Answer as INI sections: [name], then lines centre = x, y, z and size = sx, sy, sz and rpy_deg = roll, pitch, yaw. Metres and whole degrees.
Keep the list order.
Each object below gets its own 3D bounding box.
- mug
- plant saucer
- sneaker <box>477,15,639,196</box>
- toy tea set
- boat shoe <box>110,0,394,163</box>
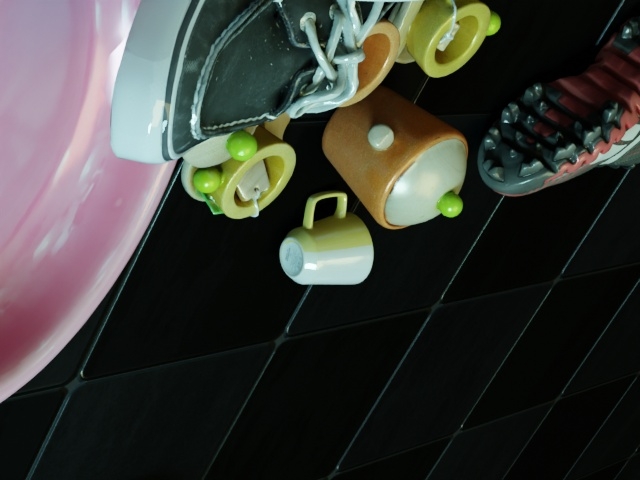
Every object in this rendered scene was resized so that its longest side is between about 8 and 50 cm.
[mug]
centre = -0.001, 0.003, 1.244
size = 0.064, 0.078, 0.062
rpy_deg = -9, 169, -37
[plant saucer]
centre = -0.181, -0.059, 0.783
size = 0.332, 0.084, 0.332
rpy_deg = -53, 159, -31
[sneaker]
centre = 0.258, -0.107, 1.397
size = 0.276, 0.097, 0.135
rpy_deg = -35, 149, -23
[toy tea set]
centre = 0.019, -0.080, 1.070
size = 0.336, 0.124, 0.200
rpy_deg = -17, 141, -44
[boat shoe]
centre = -0.019, -0.122, 0.845
size = 0.306, 0.105, 0.113
rpy_deg = -51, 156, -60
